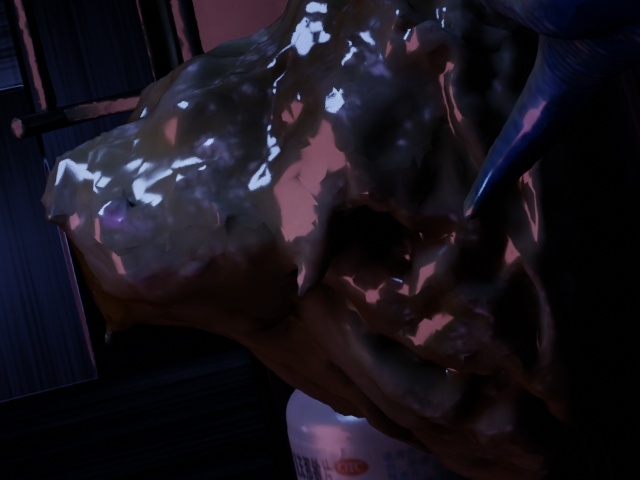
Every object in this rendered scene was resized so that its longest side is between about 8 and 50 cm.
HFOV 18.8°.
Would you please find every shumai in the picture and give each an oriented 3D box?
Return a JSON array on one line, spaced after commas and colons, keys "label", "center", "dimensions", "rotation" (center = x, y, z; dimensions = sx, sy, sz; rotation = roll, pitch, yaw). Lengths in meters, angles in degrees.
[{"label": "shumai", "center": [0.000, 0.000, 0.672], "dimensions": [0.166, 0.175, 0.206], "rotation": [-118, 12, -65]}]

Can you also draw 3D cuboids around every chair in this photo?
[{"label": "chair", "center": [-0.063, -0.153, 1.124], "dimensions": [0.260, 0.141, 0.154], "rotation": [-22, -78, -52]}]

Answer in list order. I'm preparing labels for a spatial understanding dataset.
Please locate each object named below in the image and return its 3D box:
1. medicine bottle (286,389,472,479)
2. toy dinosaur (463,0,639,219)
[{"label": "medicine bottle", "center": [0.036, 0.075, 0.831], "dimensions": [0.105, 0.105, 0.168], "rotation": [-136, 33, -78]}, {"label": "toy dinosaur", "center": [0.078, -0.054, 0.394], "dimensions": [0.248, 0.075, 0.188], "rotation": [92, 157, -47]}]
